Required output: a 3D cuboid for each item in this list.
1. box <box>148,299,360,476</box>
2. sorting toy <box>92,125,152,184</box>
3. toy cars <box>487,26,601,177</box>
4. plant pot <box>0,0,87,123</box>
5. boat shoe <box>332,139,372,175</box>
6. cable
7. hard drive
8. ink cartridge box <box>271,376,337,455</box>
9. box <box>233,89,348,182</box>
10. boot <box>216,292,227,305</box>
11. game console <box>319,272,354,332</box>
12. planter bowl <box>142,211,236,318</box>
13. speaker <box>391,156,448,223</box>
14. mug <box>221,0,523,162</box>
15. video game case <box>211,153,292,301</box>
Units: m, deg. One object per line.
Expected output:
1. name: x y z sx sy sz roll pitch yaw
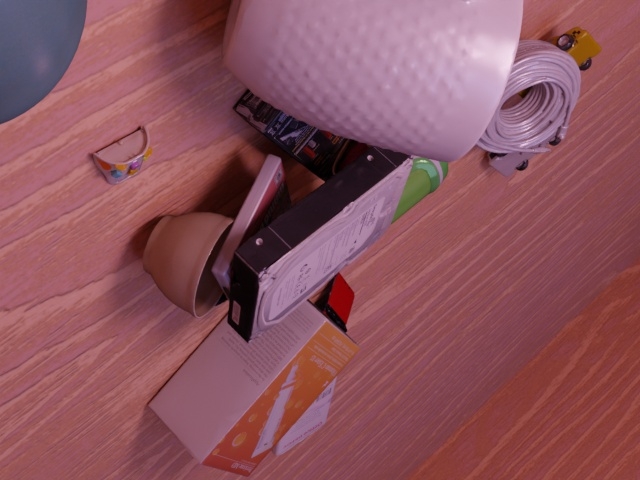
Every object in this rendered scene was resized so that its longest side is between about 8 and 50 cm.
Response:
1. box: -0.120 0.258 1.709 0.345 0.168 0.215 -49 151 -2
2. sorting toy: -0.266 -0.106 1.222 0.083 0.045 0.075 -34 167 -26
3. toy cars: 0.474 -0.309 1.953 0.176 0.087 0.394 -7 139 -16
4. plant pot: -0.331 -0.226 0.748 0.293 0.293 0.235 -44 165 -11
5. boat shoe: 0.079 -0.162 1.444 0.170 0.063 0.059 -56 158 14
6. cable: 0.403 -0.289 1.801 0.257 0.089 0.257 -5 137 -22
7. hard drive: 0.000 0.000 1.411 0.339 0.064 0.237 -39 161 -28
8. ink cartridge box: -0.056 0.360 1.996 0.154 0.093 0.212 -27 142 -34
9. box: 0.036 -0.263 1.408 0.307 0.076 0.242 -52 151 4
10. boot: -0.159 0.053 1.546 0.121 0.045 0.099 -32 144 -27
11. game console: 0.009 0.146 1.918 0.124 0.085 0.144 -19 151 9
12. planter bowl: -0.201 0.024 1.355 0.162 0.109 0.162 21 90 -79
13. speaker: 0.100 -0.079 1.665 0.296 0.131 0.131 -38 149 -20
14. mug: 0.064 -0.288 1.110 0.374 0.328 0.276 128 -29 -62
15. video game case: -0.101 0.006 1.451 0.285 0.025 0.204 81 32 -71
